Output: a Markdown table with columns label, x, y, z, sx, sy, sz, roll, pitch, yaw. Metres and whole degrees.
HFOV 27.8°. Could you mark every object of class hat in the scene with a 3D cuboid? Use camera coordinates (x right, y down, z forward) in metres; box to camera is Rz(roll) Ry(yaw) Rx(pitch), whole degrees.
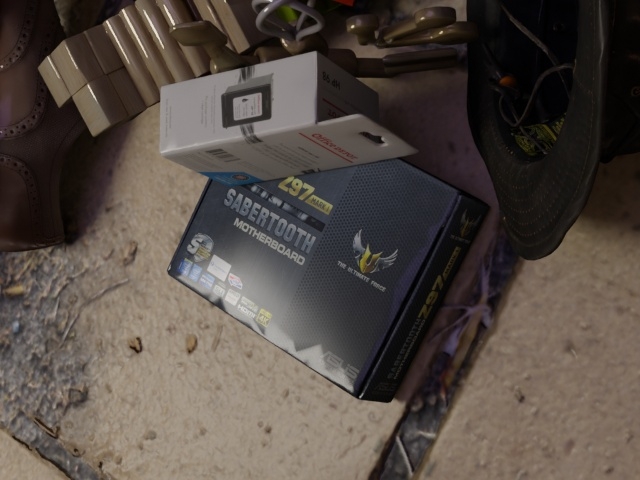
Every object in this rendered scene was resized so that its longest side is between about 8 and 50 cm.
| label | x | y | z | sx | sy | sz | roll | pitch | yaw |
| --- | --- | --- | --- | --- | --- | --- | --- | --- | --- |
| hat | 0.194 | -0.154 | 0.900 | 0.134 | 0.331 | 0.331 | -3 | 78 | -6 |

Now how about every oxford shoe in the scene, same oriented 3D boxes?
| label | x | y | z | sx | sy | sz | roll | pitch | yaw |
| --- | --- | --- | --- | --- | --- | --- | --- | --- | --- |
| oxford shoe | -0.280 | -0.169 | 1.226 | 0.130 | 0.133 | 0.363 | 23 | 105 | 64 |

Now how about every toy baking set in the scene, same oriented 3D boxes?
| label | x | y | z | sx | sy | sz | roll | pitch | yaw |
| --- | --- | --- | --- | --- | --- | --- | --- | --- | --- |
| toy baking set | 0.000 | -0.154 | 0.975 | 0.197 | 0.256 | 0.030 | 156 | 111 | -70 |

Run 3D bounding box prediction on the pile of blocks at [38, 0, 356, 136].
| label | x | y | z | sx | sy | sz | roll | pitch | yaw |
| --- | --- | --- | --- | --- | --- | --- | --- | --- | --- |
| pile of blocks | -0.073 | -0.184 | 1.115 | 0.362 | 0.149 | 0.112 | -25 | 95 | 24 |

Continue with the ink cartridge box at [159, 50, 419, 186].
| label | x | y | z | sx | sy | sz | roll | pitch | yaw |
| --- | --- | --- | --- | --- | --- | --- | --- | --- | --- |
| ink cartridge box | -0.023 | -0.094 | 1.007 | 0.180 | 0.104 | 0.060 | -8 | 73 | 28 |

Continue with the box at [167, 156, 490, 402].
| label | x | y | z | sx | sy | sz | roll | pitch | yaw |
| --- | --- | --- | --- | --- | --- | --- | --- | --- | --- |
| box | 0.000 | 0.000 | 1.071 | 0.233 | 0.059 | 0.183 | 31 | 97 | 32 |

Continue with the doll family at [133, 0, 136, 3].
| label | x | y | z | sx | sy | sz | roll | pitch | yaw |
| --- | --- | --- | --- | --- | --- | --- | --- | --- | --- |
| doll family | -0.179 | -0.265 | 1.217 | 0.111 | 0.076 | 0.193 | -38 | 68 | 16 |
